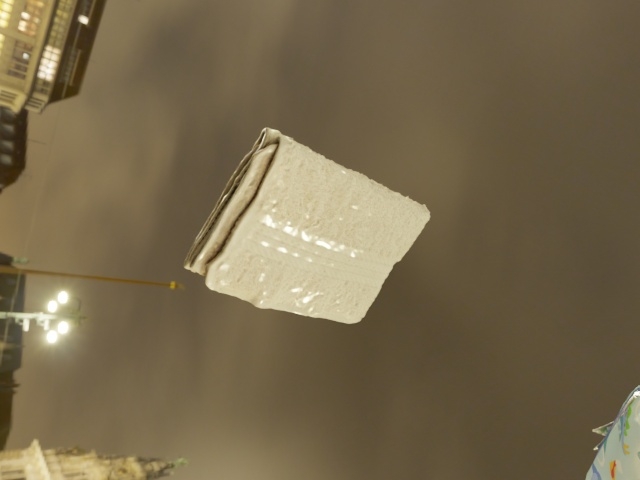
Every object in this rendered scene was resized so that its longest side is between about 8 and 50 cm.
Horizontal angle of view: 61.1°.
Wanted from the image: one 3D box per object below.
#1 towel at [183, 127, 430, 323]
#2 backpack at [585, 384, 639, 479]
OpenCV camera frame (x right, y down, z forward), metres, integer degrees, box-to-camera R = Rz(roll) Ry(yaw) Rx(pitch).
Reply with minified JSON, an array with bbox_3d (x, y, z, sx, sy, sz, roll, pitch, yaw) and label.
[{"bbox_3d":[0.000,0.000,0.633,0.187,0.282,0.049,-57,-137,16],"label":"towel"},{"bbox_3d":[0.363,0.244,0.441,0.290,0.274,0.355,-92,-166,-52],"label":"backpack"}]
